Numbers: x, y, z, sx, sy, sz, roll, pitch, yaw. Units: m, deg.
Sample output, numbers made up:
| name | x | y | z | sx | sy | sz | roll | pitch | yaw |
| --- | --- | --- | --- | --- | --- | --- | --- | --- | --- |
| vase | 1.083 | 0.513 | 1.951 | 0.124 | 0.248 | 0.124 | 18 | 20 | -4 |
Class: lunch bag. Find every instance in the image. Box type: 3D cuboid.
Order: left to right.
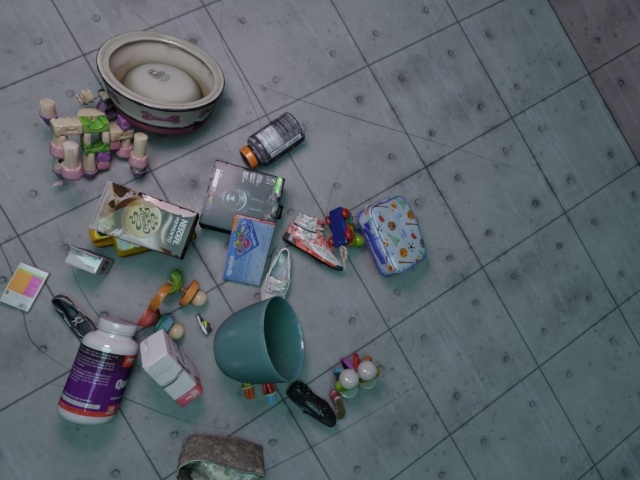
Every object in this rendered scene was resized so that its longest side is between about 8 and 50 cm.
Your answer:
| name | x | y | z | sx | sy | sz | roll | pitch | yaw |
| --- | --- | --- | --- | --- | --- | --- | --- | --- | --- |
| lunch bag | -0.346 | 0.774 | 1.409 | 0.287 | 0.235 | 0.169 | 22 | 84 | -9 |
| lunch bag | 0.276 | -0.021 | 1.641 | 0.243 | 0.115 | 0.303 | -25 | 90 | -35 |

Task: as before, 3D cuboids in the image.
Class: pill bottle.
| name | x | y | z | sx | sy | sz | roll | pitch | yaw |
| --- | --- | --- | --- | --- | --- | --- | --- | --- | --- |
| pill bottle | -0.727 | 0.427 | 1.392 | 0.181 | 0.181 | 0.323 | 18 | 82 | -9 |
| pill bottle | -0.190 | -0.377 | 1.606 | 0.245 | 0.130 | 0.130 | -37 | 93 | -12 |

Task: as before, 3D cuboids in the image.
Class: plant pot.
| name | x | y | z | sx | sy | sz | roll | pitch | yaw |
| --- | --- | --- | --- | --- | --- | --- | --- | --- | --- |
| plant pot | -0.225 | 0.362 | 1.455 | 0.235 | 0.293 | 0.293 | -17 | 88 | 19 |

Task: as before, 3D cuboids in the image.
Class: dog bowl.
| name | x | y | z | sx | sy | sz | roll | pitch | yaw |
| --- | --- | --- | --- | --- | --- | --- | --- | --- | --- |
| dog bowl | -0.553 | -0.544 | 1.465 | 0.408 | 0.150 | 0.408 | 11 | 54 | -16 |

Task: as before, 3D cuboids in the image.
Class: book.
| name | x | y | z | sx | sy | sz | roll | pitch | yaw |
| --- | --- | --- | --- | --- | --- | --- | --- | --- | --- |
| book | -1.016 | 0.160 | 1.437 | 0.096 | 0.035 | 0.144 | 27 | 80 | -11 |

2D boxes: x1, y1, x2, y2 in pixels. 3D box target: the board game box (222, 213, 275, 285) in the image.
| name | x | y | z | sx | sy | sz | roll | pitch | yaw |
| --- | --- | --- | --- | --- | --- | --- | --- | --- | --- |
| board game box | -0.263 | 0.040 | 1.516 | 0.145 | 0.027 | 0.281 | 12 | 122 | -11 |

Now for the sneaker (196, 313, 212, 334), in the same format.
| name | x | y | z | sx | sy | sz | roll | pitch | yaw |
| --- | --- | --- | --- | --- | --- | --- | --- | --- | --- |
| sneaker | -0.431 | 0.306 | 1.545 | 0.035 | 0.031 | 0.083 | -28 | 95 | -26 |

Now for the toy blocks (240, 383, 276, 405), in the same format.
| name | x | y | z | sx | sy | sz | roll | pitch | yaw |
| --- | --- | --- | --- | --- | --- | --- | --- | --- | --- |
| toy blocks | -0.230 | 0.549 | 1.547 | 0.123 | 0.054 | 0.148 | -15 | 88 | -13 |

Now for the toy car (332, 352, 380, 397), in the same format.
| name | x | y | z | sx | sy | sz | roll | pitch | yaw |
| --- | --- | --- | --- | --- | --- | --- | --- | --- | --- |
| toy car | 0.129 | 0.503 | 1.592 | 0.182 | 0.159 | 0.136 | -21 | 55 | -12 |

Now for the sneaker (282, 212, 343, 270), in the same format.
| name | x | y | z | sx | sy | sz | roll | pitch | yaw |
| --- | --- | --- | --- | --- | --- | --- | --- | --- | --- |
| sneaker | 0.000 | 0.000 | 1.628 | 0.270 | 0.090 | 0.145 | 31 | 82 | -5 |

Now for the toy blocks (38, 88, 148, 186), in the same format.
| name | x | y | z | sx | sy | sz | roll | pitch | yaw |
| --- | --- | --- | --- | --- | --- | --- | --- | --- | --- |
| toy blocks | -0.794 | -0.323 | 1.455 | 0.288 | 0.260 | 0.309 | -22 | 63 | -40 |

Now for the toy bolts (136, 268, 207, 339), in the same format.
| name | x | y | z | sx | sy | sz | roll | pitch | yaw |
| --- | --- | --- | --- | --- | --- | --- | --- | --- | --- |
| toy bolts | -0.514 | 0.249 | 1.457 | 0.158 | 0.218 | 0.228 | 35 | 97 | -13 |

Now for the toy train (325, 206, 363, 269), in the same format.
| name | x | y | z | sx | sy | sz | roll | pitch | yaw |
| --- | --- | --- | --- | --- | --- | --- | --- | --- | --- |
| toy train | 0.112 | 0.002 | 1.612 | 0.143 | 0.105 | 0.248 | 12 | 63 | -46 |

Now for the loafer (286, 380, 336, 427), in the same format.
| name | x | y | z | sx | sy | sz | roll | pitch | yaw |
| --- | --- | --- | --- | --- | --- | --- | --- | --- | --- |
| loafer | -0.033 | 0.625 | 1.576 | 0.223 | 0.076 | 0.078 | 43 | 115 | -4 |

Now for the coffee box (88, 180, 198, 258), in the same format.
| name | x | y | z | sx | sy | sz | roll | pitch | yaw |
| --- | --- | --- | --- | --- | --- | --- | --- | --- | --- |
| coffee box | -0.576 | -0.061 | 1.391 | 0.297 | 0.119 | 0.168 | 19 | 81 | -10 |

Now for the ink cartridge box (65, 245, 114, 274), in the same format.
| name | x | y | z | sx | sy | sz | roll | pitch | yaw |
| --- | --- | --- | --- | --- | --- | --- | --- | --- | --- |
| ink cartridge box | -0.786 | 0.069 | 1.415 | 0.104 | 0.180 | 0.060 | 24 | 80 | -8 |

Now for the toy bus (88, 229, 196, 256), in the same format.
| name | x | y | z | sx | sy | sz | roll | pitch | yaw |
| --- | --- | --- | --- | --- | --- | --- | --- | --- | --- |
| toy bus | -0.630 | -0.027 | 1.495 | 0.332 | 0.108 | 0.130 | -16 | 89 | -13 |

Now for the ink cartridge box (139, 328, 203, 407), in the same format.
| name | x | y | z | sx | sy | sz | roll | pitch | yaw |
| --- | --- | --- | --- | --- | --- | --- | --- | --- | --- |
| ink cartridge box | -0.502 | 0.428 | 1.407 | 0.092 | 0.158 | 0.218 | -35 | 123 | -10 |

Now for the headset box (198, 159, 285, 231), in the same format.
| name | x | y | z | sx | sy | sz | roll | pitch | yaw |
| --- | --- | --- | --- | --- | --- | --- | --- | --- | --- |
| headset box | -0.282 | -0.136 | 1.563 | 0.283 | 0.131 | 0.246 | 15 | 82 | -10 |

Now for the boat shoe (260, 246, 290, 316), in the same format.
| name | x | y | z | sx | sy | sz | roll | pitch | yaw |
| --- | --- | --- | --- | --- | --- | --- | --- | --- | --- |
| boat shoe | -0.166 | 0.158 | 1.576 | 0.098 | 0.096 | 0.277 | 9 | 84 | -12 |

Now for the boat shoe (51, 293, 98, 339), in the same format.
| name | x | y | z | sx | sy | sz | roll | pitch | yaw |
| --- | --- | --- | --- | --- | --- | --- | --- | --- | --- |
| boat shoe | -0.852 | 0.272 | 1.441 | 0.075 | 0.065 | 0.206 | -39 | 93 | -12 |

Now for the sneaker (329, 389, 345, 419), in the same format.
| name | x | y | z | sx | sy | sz | roll | pitch | yaw |
| --- | --- | --- | --- | --- | --- | --- | --- | --- | --- |
| sneaker | 0.064 | 0.630 | 1.611 | 0.042 | 0.067 | 0.118 | -15 | 118 | -15 |
